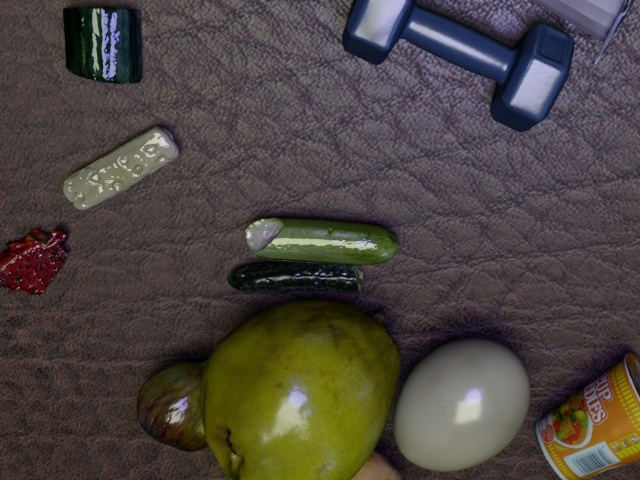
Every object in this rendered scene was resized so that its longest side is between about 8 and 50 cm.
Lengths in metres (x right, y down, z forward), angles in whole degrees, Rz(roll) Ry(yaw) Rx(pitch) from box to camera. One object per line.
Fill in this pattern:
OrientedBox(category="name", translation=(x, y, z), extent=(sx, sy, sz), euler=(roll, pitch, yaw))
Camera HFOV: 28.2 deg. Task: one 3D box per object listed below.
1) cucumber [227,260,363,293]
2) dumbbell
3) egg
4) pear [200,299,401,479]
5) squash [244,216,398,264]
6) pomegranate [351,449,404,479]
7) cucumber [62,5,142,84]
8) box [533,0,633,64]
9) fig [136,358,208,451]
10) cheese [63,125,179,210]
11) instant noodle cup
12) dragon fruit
OrientedBox(category="cucumber", translation=(-0.042, 0.057, 1.990), extent=(0.215, 0.052, 0.058), euler=(0, 144, 7))
OrientedBox(category="dumbbell", translation=(0.192, -0.279, 1.802), extent=(0.316, 0.156, 0.143), euler=(24, 80, -4))
OrientedBox(category="egg", translation=(0.215, 0.255, 1.963), extent=(0.186, 0.186, 0.241), euler=(40, 118, -9))
OrientedBox(category="pear", translation=(-0.019, 0.220, 1.919), extent=(0.287, 0.375, 0.287), euler=(34, 148, 25))
OrientedBox(category="squash", translation=(0.000, 0.000, 1.956), extent=(0.239, 0.069, 0.069), euler=(3, 109, 4))
OrientedBox(category="pomegranate", translation=(0.042, 0.423, 2.029), extent=(0.207, 0.207, 0.207), euler=(2, 109, 5))
OrientedBox(category="cucumber", translation=(-0.328, -0.291, 1.890), extent=(0.116, 0.062, 0.115), euler=(2, 106, 3))
OrientedBox(category="box", translation=(0.360, -0.419, 1.711), extent=(0.206, 0.262, 0.291), euler=(28, 71, 6))
OrientedBox(category="fig", translation=(-0.181, 0.223, 2.026), extent=(0.149, 0.149, 0.245), euler=(39, 96, -9))
OrientedBox(category="cheese", translation=(-0.307, -0.110, 1.959), extent=(0.194, 0.043, 0.065), euler=(-27, 103, 13))
OrientedBox(category="instant noodle cup", translation=(0.442, 0.289, 1.980), extent=(0.185, 0.168, 0.168), euler=(-33, 103, 23))
OrientedBox(category="dragon fruit", translation=(-0.463, 0.018, 2.022), extent=(0.097, 0.063, 0.131), euler=(23, 113, -38))
